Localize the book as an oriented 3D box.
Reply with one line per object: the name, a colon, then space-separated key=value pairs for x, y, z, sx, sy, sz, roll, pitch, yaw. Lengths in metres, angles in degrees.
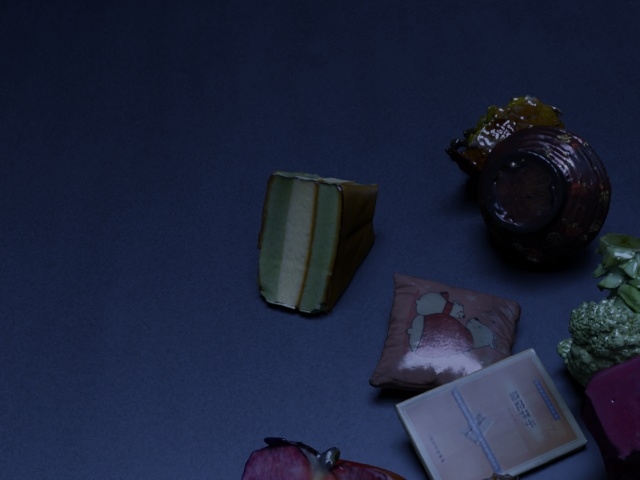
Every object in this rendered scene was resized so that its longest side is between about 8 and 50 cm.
book: x=0.252 y=0.273 z=1.684 sx=0.241 sy=0.018 sz=0.170 roll=-21 pitch=66 yaw=-17

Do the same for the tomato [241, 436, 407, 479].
tomato: x=0.023 y=0.417 z=1.452 sx=0.334 sy=0.176 sz=0.290 roll=7 pitch=77 yaw=42

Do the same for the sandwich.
sandwich: x=0.000 y=0.000 z=2.022 sx=0.155 sy=0.228 sz=0.198 roll=13 pitch=7 yaw=22

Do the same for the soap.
soap: x=0.477 y=0.236 z=1.535 sx=0.220 sy=0.324 sz=0.127 roll=-29 pitch=61 yaw=29

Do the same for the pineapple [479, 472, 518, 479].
pineapple: x=0.203 y=0.385 z=1.464 sx=0.103 sy=0.221 sz=0.083 roll=34 pitch=24 yaw=-1

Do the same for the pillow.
pillow: x=0.203 y=0.158 z=1.817 sx=0.223 sy=0.084 sz=0.236 roll=8 pitch=46 yaw=7

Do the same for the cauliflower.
cauliflower: x=0.485 y=0.107 z=1.716 sx=0.272 sy=0.250 sz=0.275 roll=-8 pitch=-5 yaw=-5

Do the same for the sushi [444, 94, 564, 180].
sushi: x=0.350 y=-0.192 z=2.183 sx=0.179 sy=0.167 sz=0.296 roll=40 pitch=63 yaw=16

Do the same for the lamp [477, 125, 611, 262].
lamp: x=0.390 y=-0.081 z=1.993 sx=0.246 sy=0.247 sz=0.247 roll=-3 pitch=40 yaw=2
